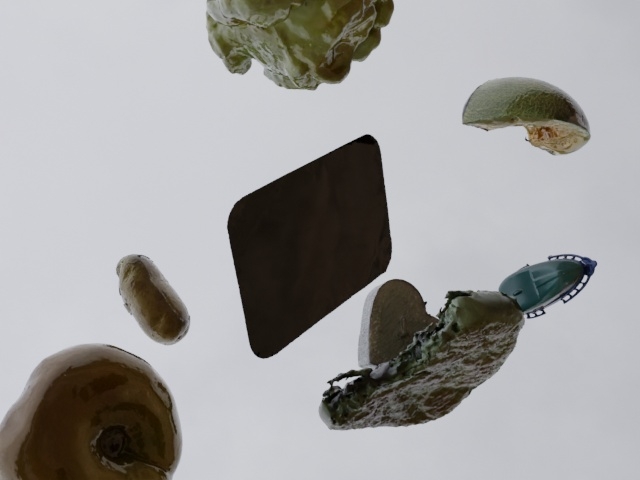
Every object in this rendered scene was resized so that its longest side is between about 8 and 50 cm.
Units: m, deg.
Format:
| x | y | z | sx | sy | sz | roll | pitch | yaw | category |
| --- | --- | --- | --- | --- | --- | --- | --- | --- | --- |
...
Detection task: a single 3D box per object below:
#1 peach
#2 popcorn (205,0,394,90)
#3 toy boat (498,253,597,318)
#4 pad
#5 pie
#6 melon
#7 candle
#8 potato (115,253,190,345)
| x | y | z | sx | sy | sz | roll | pitch | yaw | category |
| --- | --- | --- | --- | --- | --- | --- | --- | --- | --- |
| -0.288 | 0.260 | 1.058 | 0.251 | 0.153 | 0.251 | 1 | -91 | -49 | peach |
| -0.016 | -0.177 | 0.587 | 0.136 | 0.162 | 0.141 | -4 | -57 | -3 | popcorn |
| 0.389 | 0.067 | 1.357 | 0.110 | 0.175 | 0.091 | 0 | -113 | -39 | toy boat |
| 0.000 | 0.000 | 0.902 | 0.267 | 0.004 | 0.181 | -31 | -59 | -45 | pad |
| 0.178 | 0.213 | 1.357 | 0.371 | 0.078 | 0.296 | -36 | -36 | 11 | pie |
| 0.257 | -0.154 | 0.965 | 0.160 | 0.128 | 0.079 | 14 | -95 | -34 | melon |
| 0.141 | 0.176 | 1.503 | 0.169 | 0.068 | 0.192 | -36 | -93 | -22 | candle |
| -0.269 | 0.093 | 1.307 | 0.080 | 0.107 | 0.170 | -44 | -109 | 7 | potato |
